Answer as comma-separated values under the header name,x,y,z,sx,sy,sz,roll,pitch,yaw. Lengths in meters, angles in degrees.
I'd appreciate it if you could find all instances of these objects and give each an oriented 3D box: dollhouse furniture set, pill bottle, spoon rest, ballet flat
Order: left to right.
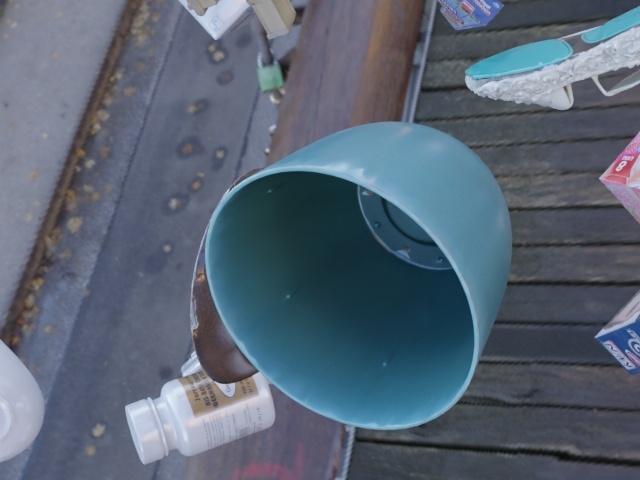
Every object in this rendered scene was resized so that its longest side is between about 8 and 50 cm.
name,x,y,z,sx,sy,sz,roll,pitch,yaw
spoon rest,-0.437,0.152,1.037,0.137,0.276,0.084,-15,15,-13
pill bottle,-0.204,0.290,1.404,0.229,0.131,0.131,-17,50,-20
dollhouse furniture set,-0.128,-0.264,0.902,0.101,0.182,0.161,-9,43,27
ballet flat,0.471,-0.308,1.481,0.409,0.147,0.147,-17,56,15

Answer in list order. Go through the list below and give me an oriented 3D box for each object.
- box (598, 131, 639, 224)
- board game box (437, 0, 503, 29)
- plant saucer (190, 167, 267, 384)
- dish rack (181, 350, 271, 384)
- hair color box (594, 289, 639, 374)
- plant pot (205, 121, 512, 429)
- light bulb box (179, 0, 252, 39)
name,x,y,z,sx,sy,sz,roll,pitch,yaw
box,0.491,-0.019,0.958,0.154,0.300,0.142,-49,20,-1
board game box,0.287,-0.527,1.785,0.194,0.194,0.060,42,92,-1
plant saucer,-0.081,0.054,1.169,0.050,0.310,0.310,10,66,21
dish rack,-0.136,0.246,1.864,0.285,0.333,0.072,-42,56,38
hair color box,0.643,0.124,1.469,0.174,0.347,0.105,-41,81,-16
plant pot,0.065,0.009,0.871,0.293,0.293,0.235,9,33,28
light bulb box,-0.158,-0.692,1.935,0.361,0.225,0.358,-40,11,20
